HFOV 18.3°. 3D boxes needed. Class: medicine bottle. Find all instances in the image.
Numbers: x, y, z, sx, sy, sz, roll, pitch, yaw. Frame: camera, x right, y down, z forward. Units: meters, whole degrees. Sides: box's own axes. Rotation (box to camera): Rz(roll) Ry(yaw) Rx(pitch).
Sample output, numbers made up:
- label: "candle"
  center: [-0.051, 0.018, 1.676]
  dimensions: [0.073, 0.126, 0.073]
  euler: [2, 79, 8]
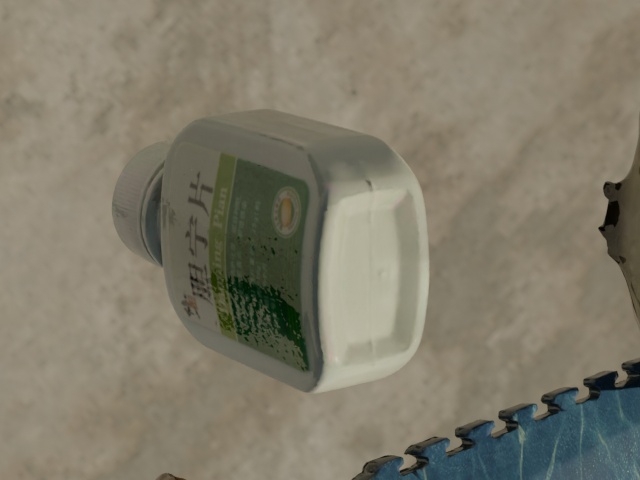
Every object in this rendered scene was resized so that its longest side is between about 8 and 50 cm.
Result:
- label: "medicine bottle"
  center: [-0.028, -0.002, 0.956]
  dimensions: [0.069, 0.183, 0.119]
  euler: [-11, 109, -32]

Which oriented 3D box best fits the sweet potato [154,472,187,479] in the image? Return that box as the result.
- label: "sweet potato"
  center: [-0.080, 0.242, 0.605]
  dimensions: [0.336, 0.131, 0.131]
  euler: [-61, 148, -24]

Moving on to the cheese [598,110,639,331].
- label: "cheese"
  center: [0.228, -0.031, 0.599]
  dimensions: [0.115, 0.326, 0.318]
  euler: [28, 107, -41]

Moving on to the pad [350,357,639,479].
- label: "pad"
  center: [0.120, 0.169, 0.703]
  dimensions: [0.269, 0.012, 0.269]
  euler: [-18, 107, -39]
